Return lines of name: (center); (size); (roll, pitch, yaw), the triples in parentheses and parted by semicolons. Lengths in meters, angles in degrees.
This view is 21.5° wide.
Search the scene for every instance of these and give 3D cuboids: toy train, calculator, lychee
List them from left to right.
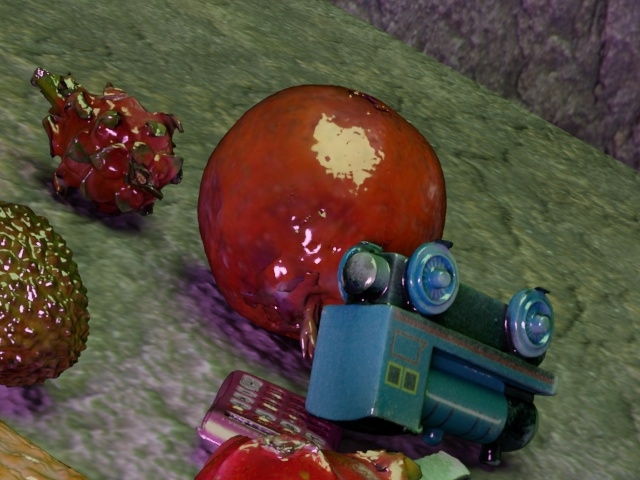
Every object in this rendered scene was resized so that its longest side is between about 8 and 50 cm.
lychee: (-0.271, 0.049, 1.429); (0.171, 0.171, 0.171); (21, 18, -7)
calculator: (-0.042, 0.175, 1.546); (0.127, 0.034, 0.190); (23, 12, 1)
toy train: (0.118, 0.115, 1.649); (0.120, 0.194, 0.298); (-3, -19, 44)

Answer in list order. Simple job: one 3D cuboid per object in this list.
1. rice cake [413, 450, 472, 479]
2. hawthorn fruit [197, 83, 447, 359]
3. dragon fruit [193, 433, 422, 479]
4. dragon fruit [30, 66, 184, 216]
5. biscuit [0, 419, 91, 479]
rice cake: (0.073, 0.230, 1.528); (0.043, 0.034, 0.211); (41, 23, 22)
hawthorn fruit: (0.000, 0.000, 1.771); (0.276, 0.276, 0.307); (19, 39, -14)
dragon fruit: (0.006, 0.241, 1.208); (0.269, 0.198, 0.200); (31, 3, -24)
dragon fruit: (-0.259, -0.116, 1.938); (0.236, 0.137, 0.135); (28, 16, 22)
biscuit: (-0.272, 0.159, 1.312); (0.247, 0.029, 0.118); (30, 19, 18)
